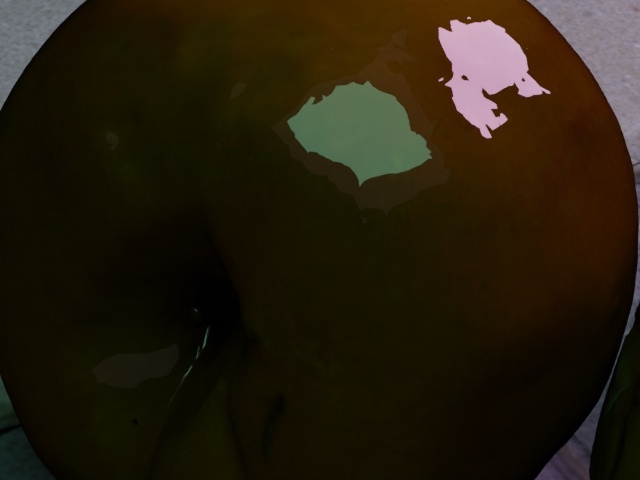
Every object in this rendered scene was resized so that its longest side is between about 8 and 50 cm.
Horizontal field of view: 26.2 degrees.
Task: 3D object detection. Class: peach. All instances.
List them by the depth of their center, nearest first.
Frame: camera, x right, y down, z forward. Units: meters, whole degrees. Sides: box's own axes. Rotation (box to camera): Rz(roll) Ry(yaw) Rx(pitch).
[{"bbox_3d":[0.000,0.000,0.725,0.342,0.343,0.301,27,24,21],"label":"peach"}]

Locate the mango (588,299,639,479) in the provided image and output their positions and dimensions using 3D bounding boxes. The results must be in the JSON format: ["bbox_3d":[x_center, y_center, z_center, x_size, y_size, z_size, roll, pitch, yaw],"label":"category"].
[{"bbox_3d":[0.230,0.090,0.643,0.182,0.365,0.253,18,11,6],"label":"mango"}]
